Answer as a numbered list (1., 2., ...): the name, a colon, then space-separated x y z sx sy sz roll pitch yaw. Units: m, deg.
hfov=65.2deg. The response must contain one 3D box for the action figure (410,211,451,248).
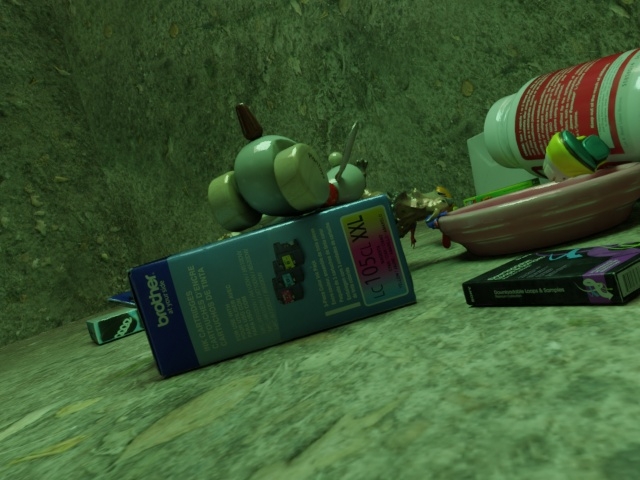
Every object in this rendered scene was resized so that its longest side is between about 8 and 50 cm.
1. action figure: 0.281 -0.023 1.208 0.092 0.139 0.280 -13 24 -4

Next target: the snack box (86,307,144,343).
1. snack box: -0.439 0.189 1.332 0.322 0.060 0.187 -17 2 -30

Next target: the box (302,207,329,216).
1. box: 0.000 0.000 1.202 0.059 0.183 0.233 -17 2 11

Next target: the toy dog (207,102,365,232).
1. toy dog: -0.041 -0.117 0.752 0.220 0.160 0.334 -16 1 7

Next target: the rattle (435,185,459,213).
1. rattle: 0.383 -0.086 1.253 0.130 0.142 0.200 2 -8 -11

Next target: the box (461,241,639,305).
1. box: 0.235 0.032 0.480 0.116 0.029 0.162 -17 1 -31

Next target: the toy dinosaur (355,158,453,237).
1. toy dinosaur: 0.093 -0.018 0.961 0.295 0.127 0.200 -54 26 22

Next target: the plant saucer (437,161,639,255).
1. plant saucer: 0.370 -0.046 0.846 0.332 0.084 0.332 -16 2 1

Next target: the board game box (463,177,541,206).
1. board game box: 0.414 -0.072 1.112 0.181 0.092 0.043 -17 0 -19

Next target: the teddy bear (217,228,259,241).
1. teddy bear: -0.173 0.011 1.412 0.338 0.113 0.245 -12 21 -42

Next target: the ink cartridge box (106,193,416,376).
1. ink cartridge box: -0.091 0.061 0.731 0.396 0.151 0.270 -18 2 -2

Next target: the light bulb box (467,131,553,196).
1. light bulb box: 0.701 -0.254 1.493 0.361 0.225 0.358 -9 0 -15

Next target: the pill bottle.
1. pill bottle: 0.535 -0.240 1.009 0.229 0.229 0.408 -17 11 -21

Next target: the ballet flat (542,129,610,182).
1. ballet flat: 0.403 -0.128 0.805 0.231 0.077 0.077 -14 -22 -49
